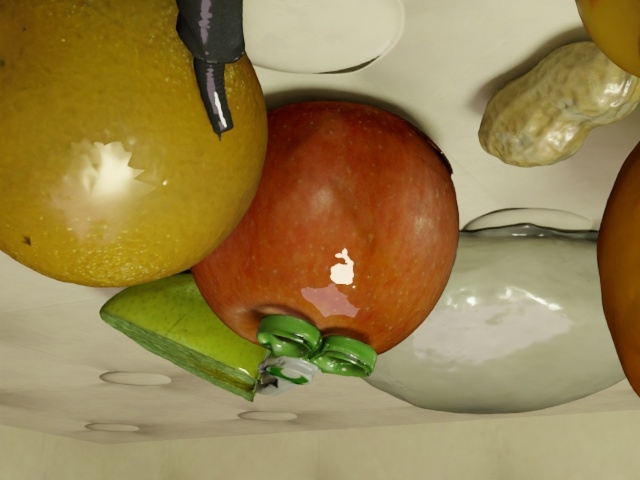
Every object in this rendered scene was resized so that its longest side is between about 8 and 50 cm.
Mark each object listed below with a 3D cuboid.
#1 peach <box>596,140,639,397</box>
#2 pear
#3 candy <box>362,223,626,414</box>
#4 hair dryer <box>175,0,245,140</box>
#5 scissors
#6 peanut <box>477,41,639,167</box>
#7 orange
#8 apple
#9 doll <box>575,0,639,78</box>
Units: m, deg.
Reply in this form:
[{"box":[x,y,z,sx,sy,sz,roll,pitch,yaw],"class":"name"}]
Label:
[{"box":[0.378,0.032,0.761,0.342,0.343,0.302,8,138,-19],"class":"peach"},{"box":[-0.171,0.106,1.331,0.239,0.139,0.288,17,165,1],"class":"pear"},{"box":[0.235,0.117,1.262,0.426,0.186,0.386,-11,154,20],"class":"candy"},{"box":[-0.014,-0.163,0.514,0.235,0.091,0.272,0,141,-23],"class":"hair dryer"},{"box":[-0.023,0.109,0.871,0.101,0.027,0.204,23,157,-8],"class":"scissors"},{"box":[0.187,-0.103,0.771,0.080,0.080,0.174,9,160,-22],"class":"peanut"},{"box":[-0.144,-0.077,0.661,0.236,0.236,0.236,1,161,0],"class":"orange"},{"box":[0.000,0.000,0.894,0.251,0.206,0.272,12,159,-20],"class":"apple"},{"box":[0.232,-0.109,0.505,0.166,0.270,0.162,0,141,-16],"class":"doll"}]
